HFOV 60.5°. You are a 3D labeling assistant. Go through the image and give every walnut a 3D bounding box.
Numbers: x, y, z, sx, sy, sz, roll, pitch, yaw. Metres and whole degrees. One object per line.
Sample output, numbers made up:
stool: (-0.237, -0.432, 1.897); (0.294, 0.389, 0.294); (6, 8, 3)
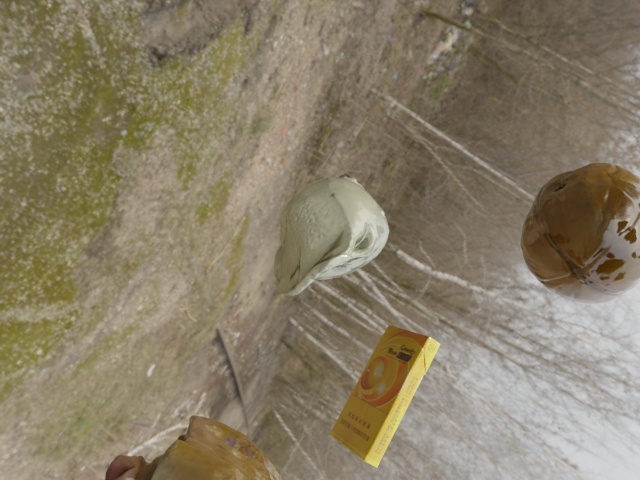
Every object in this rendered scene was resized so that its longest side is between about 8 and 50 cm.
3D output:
walnut: (0.349, -0.014, 0.711); (0.207, 0.167, 0.167); (-48, 169, -43)
walnut: (-0.110, 0.250, 0.445); (0.238, 0.204, 0.141); (-22, 153, -40)

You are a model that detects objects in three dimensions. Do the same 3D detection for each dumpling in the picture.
dumpling: (-0.003, -0.001, 0.615); (0.155, 0.111, 0.181); (-42, 171, 28)

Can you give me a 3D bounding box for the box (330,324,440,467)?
box: (0.129, 0.308, 1.127); (0.269, 0.043, 0.152); (-60, -156, -13)
